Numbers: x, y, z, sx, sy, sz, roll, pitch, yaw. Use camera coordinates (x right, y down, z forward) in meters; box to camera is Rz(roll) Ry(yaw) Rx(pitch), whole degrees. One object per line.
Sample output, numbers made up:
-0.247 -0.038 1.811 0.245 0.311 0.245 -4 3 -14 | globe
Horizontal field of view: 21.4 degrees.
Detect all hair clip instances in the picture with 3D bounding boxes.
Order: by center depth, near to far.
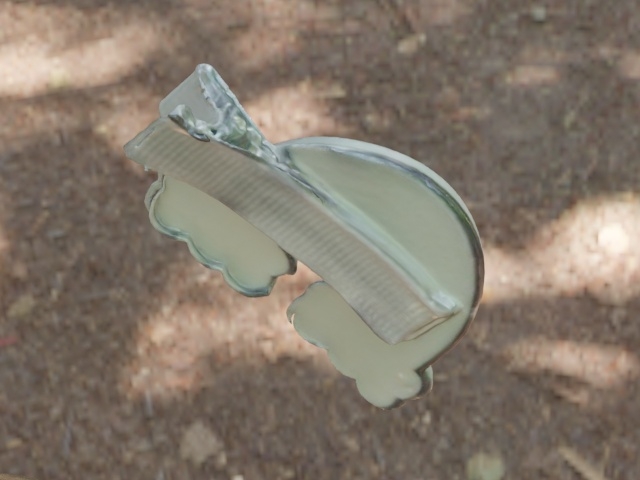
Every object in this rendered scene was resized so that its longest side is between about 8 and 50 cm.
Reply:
0.000 0.000 0.849 0.220 0.140 0.054 39 39 -19 | hair clip

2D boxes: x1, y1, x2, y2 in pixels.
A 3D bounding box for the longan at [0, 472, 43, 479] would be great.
-0.108 0.203 0.432 0.297 0.297 0.297 -2 41 2 | longan
